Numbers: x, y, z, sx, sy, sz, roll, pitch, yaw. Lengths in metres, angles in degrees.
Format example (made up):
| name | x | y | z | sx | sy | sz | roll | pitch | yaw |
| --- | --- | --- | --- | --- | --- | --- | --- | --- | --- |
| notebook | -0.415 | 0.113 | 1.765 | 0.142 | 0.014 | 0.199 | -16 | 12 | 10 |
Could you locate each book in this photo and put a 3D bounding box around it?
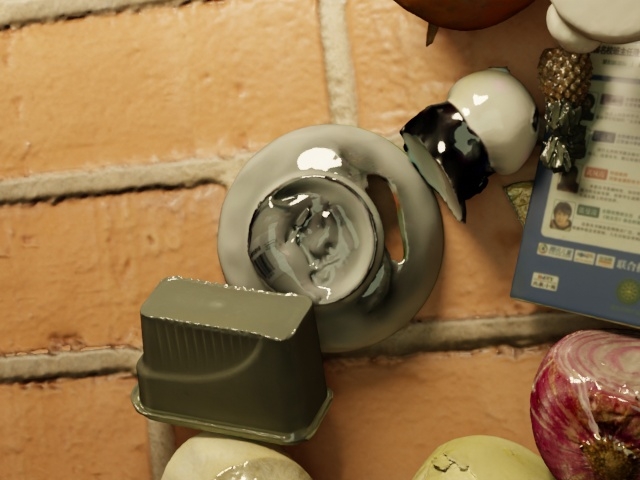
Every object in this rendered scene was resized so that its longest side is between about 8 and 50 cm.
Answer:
| name | x | y | z | sx | sy | sz | roll | pitch | yaw |
| --- | --- | --- | --- | --- | --- | --- | --- | --- | --- |
| book | 0.418 | -0.104 | 1.582 | 0.300 | 0.039 | 0.427 | 13 | 90 | 32 |

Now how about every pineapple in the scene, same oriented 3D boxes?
| name | x | y | z | sx | sy | sz | roll | pitch | yaw |
| --- | --- | --- | --- | --- | --- | --- | --- | --- | --- |
| pineapple | 0.309 | -0.165 | 1.597 | 0.074 | 0.074 | 0.159 | 2 | 89 | 13 |

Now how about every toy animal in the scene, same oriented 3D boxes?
| name | x | y | z | sx | sy | sz | roll | pitch | yaw |
| --- | --- | --- | --- | --- | --- | --- | --- | --- | --- |
| toy animal | 0.209 | -0.132 | 1.650 | 0.179 | 0.138 | 0.166 | -38 | 72 | 2 |
| toy animal | 0.399 | -0.365 | 1.493 | 0.196 | 0.367 | 0.241 | 43 | 138 | 3 |

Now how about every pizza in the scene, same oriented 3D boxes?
| name | x | y | z | sx | sy | sz | roll | pitch | yaw |
| --- | --- | --- | --- | --- | --- | --- | --- | --- | --- |
| pizza | 0.299 | -0.028 | 1.684 | 0.123 | 0.026 | 0.108 | 9 | 89 | 12 |

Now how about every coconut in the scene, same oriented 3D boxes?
| name | x | y | z | sx | sy | sz | roll | pitch | yaw |
| --- | --- | --- | --- | --- | --- | --- | --- | --- | --- |
| coconut | -0.115 | 0.357 | 1.710 | 0.202 | 0.222 | 0.202 | -7 | 107 | -25 |

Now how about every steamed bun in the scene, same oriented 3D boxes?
| name | x | y | z | sx | sy | sz | roll | pitch | yaw |
| --- | --- | --- | --- | --- | --- | --- | --- | --- | --- |
| steamed bun | 0.242 | 0.374 | 1.606 | 0.273 | 0.232 | 0.166 | 42 | 108 | 8 |

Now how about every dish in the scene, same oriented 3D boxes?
| name | x | y | z | sx | sy | sz | roll | pitch | yaw |
| --- | --- | --- | --- | --- | --- | --- | --- | --- | --- |
| dish | 0.000 | 0.000 | 1.705 | 0.324 | 0.124 | 0.324 | 0 | 92 | 13 |

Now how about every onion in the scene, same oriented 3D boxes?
| name | x | y | z | sx | sy | sz | roll | pitch | yaw |
| --- | --- | --- | --- | --- | --- | --- | --- | --- | --- |
| onion | 0.388 | 0.236 | 1.583 | 0.230 | 0.272 | 0.256 | -10 | 83 | 39 |

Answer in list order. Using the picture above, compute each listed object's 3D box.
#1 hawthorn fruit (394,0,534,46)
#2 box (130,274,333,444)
| name | x | y | z | sx | sy | sz | roll | pitch | yaw |
| --- | --- | --- | --- | --- | --- | --- | --- | --- | --- |
| hawthorn fruit | 0.175 | -0.381 | 1.593 | 0.277 | 0.277 | 0.298 | 27 | 123 | 11 |
| box | -0.126 | 0.154 | 1.692 | 0.274 | 0.138 | 0.178 | 8 | 124 | 18 |
